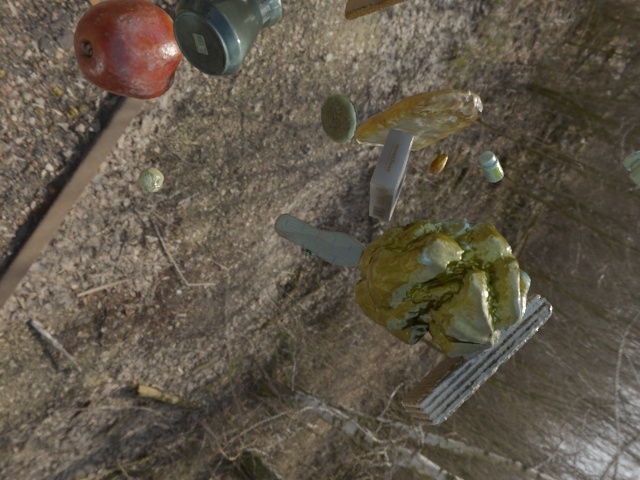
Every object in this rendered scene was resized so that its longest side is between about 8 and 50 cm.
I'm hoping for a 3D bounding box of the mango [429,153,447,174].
[{"bbox_3d":[0.456,-0.294,1.655,0.046,0.060,0.089,37,100,-21],"label":"mango"}]

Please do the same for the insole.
[{"bbox_3d":[0.000,0.000,1.502,0.009,0.348,0.119,-20,133,-82],"label":"insole"}]

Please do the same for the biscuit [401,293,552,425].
[{"bbox_3d":[0.382,0.279,1.040,0.426,0.078,0.144,-35,169,-19],"label":"biscuit"}]

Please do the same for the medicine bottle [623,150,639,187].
[{"bbox_3d":[1.064,-0.187,1.363,0.121,0.229,0.083,-4,144,-22],"label":"medicine bottle"}]

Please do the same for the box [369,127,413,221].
[{"bbox_3d":[0.176,-0.157,1.096,0.233,0.067,0.150,72,36,-73],"label":"box"}]

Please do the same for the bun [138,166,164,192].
[{"bbox_3d":[-0.559,-0.198,1.432,0.086,0.054,0.086,-34,139,-36],"label":"bun"}]

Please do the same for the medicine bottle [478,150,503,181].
[{"bbox_3d":[0.458,-0.198,1.157,0.047,0.047,0.083,-51,130,-6],"label":"medicine bottle"}]

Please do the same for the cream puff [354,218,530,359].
[{"bbox_3d":[0.257,0.125,0.930,0.378,0.276,0.378,-3,150,-2],"label":"cream puff"}]

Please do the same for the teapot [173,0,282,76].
[{"bbox_3d":[-0.198,-0.496,0.940,0.225,0.171,0.203,-56,163,-29],"label":"teapot"}]

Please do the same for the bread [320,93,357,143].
[{"bbox_3d":[0.089,-0.635,2.253,0.040,0.267,0.267,-21,140,-35],"label":"bread"}]

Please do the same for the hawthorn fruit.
[{"bbox_3d":[-0.523,-0.528,1.188,0.284,0.284,0.284,-40,151,-28],"label":"hawthorn fruit"}]

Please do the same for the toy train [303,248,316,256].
[{"bbox_3d":[-0.028,0.027,1.836,0.148,0.070,0.038,-76,155,-66],"label":"toy train"}]

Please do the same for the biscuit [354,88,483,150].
[{"bbox_3d":[0.384,-0.462,1.645,0.429,0.104,0.446,-3,171,-32],"label":"biscuit"}]

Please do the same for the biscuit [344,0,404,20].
[{"bbox_3d":[0.277,-1.113,1.977,0.054,0.378,0.094,24,71,-51],"label":"biscuit"}]
